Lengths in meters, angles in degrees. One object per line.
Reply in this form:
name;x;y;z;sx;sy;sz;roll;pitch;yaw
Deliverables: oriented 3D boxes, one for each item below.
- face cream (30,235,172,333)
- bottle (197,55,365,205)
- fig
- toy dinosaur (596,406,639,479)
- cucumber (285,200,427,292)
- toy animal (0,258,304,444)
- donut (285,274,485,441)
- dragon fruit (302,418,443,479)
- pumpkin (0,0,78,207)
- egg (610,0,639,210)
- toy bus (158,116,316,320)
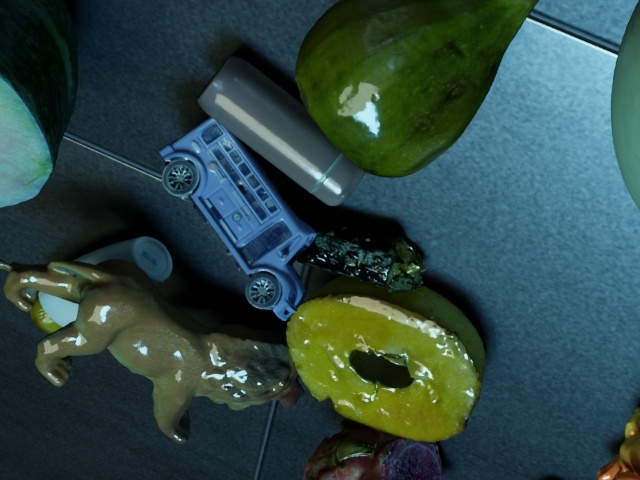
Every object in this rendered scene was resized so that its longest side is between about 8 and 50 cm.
face cream;-0.209;0.044;1.515;0.072;0.051;0.182;37;140;-24
bottle;-0.029;-0.086;1.255;0.140;0.053;0.053;37;141;-8
fig;0.072;-0.134;1.118;0.133;0.185;0.126;47;180;-25
toy dinosaur;0.297;0.167;1.271;0.070;0.117;0.288;37;144;-7
cucumber;0.000;0.000;1.339;0.181;0.053;0.053;18;140;20
toy animal;-0.147;0.085;1.448;0.157;0.097;0.312;-33;129;31
donut;0.061;0.093;1.389;0.178;0.065;0.162;28;137;4
dragon fruit;0.053;0.200;1.487;0.102;0.096;0.147;-1;175;39
pumpkin;-0.321;-0.156;1.260;0.293;0.197;0.263;-5;143;28
egg;0.276;-0.082;0.932;0.218;0.218;0.295;29;152;2
toy bus;-0.059;-0.017;1.286;0.167;0.076;0.073;54;-179;3
